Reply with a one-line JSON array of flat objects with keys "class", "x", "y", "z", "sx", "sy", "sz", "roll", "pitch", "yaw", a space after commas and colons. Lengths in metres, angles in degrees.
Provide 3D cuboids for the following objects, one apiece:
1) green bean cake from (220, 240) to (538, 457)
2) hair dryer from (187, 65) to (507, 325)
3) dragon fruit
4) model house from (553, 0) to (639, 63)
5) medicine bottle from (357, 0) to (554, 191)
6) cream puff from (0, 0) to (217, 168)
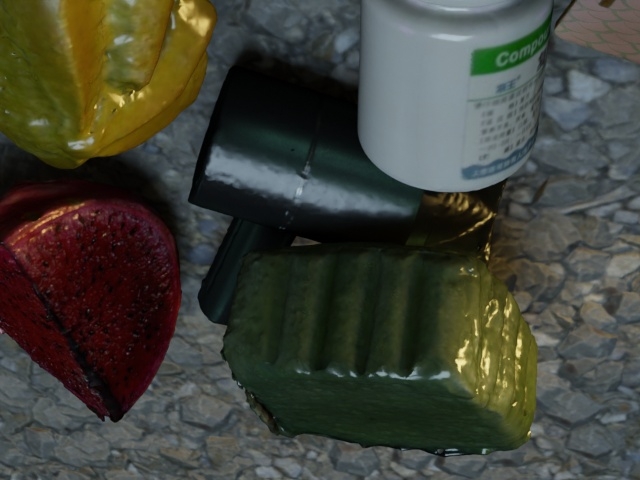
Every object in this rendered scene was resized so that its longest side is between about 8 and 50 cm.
[{"class": "green bean cake", "x": 0.049, "y": 0.092, "z": 1.210, "sx": 0.223, "sy": 0.125, "sz": 0.227, "roll": -1, "pitch": 153, "yaw": 19}, {"class": "hair dryer", "x": 0.000, "y": 0.000, "z": 1.281, "sx": 0.244, "sy": 0.116, "sz": 0.302, "roll": 19, "pitch": 146, "yaw": -9}, {"class": "dragon fruit", "x": -0.213, "y": 0.034, "z": 1.321, "sx": 0.189, "sy": 0.163, "sz": 0.261, "roll": -25, "pitch": 133, "yaw": -5}, {"class": "model house", "x": 0.259, "y": -0.233, "z": 0.896, "sx": 0.169, "sy": 0.244, "sz": 0.326, "roll": 20, "pitch": 133, "yaw": -3}, {"class": "medicine bottle", "x": 0.094, "y": -0.162, "z": 1.071, "sx": 0.139, "sy": 0.139, "sz": 0.237, "roll": 6, "pitch": 132, "yaw": 7}, {"class": "cream puff", "x": -0.218, "y": -0.186, "z": 0.983, "sx": 0.274, "sy": 0.269, "sz": 0.323, "roll": -13, "pitch": 135, "yaw": -10}]
